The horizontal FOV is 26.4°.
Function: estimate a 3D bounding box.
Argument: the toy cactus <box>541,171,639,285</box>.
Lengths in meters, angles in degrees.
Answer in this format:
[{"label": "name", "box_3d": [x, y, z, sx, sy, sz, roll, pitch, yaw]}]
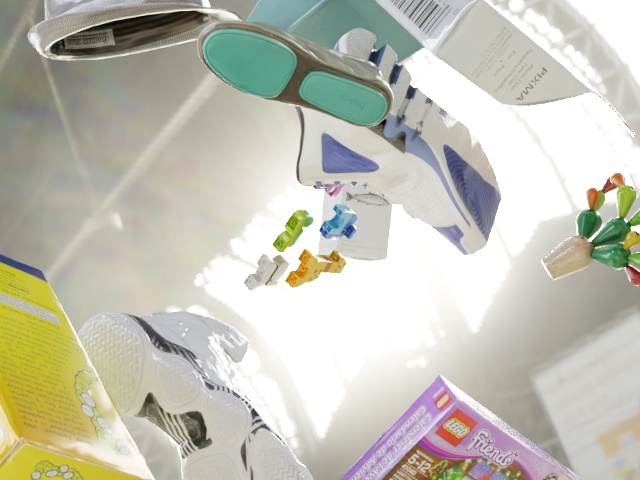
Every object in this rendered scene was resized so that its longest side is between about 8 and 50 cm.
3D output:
[{"label": "toy cactus", "box_3d": [0.403, 0.002, 1.939, 0.180, 0.219, 0.112, -30, -47, 4]}]

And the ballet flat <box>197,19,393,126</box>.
[{"label": "ballet flat", "box_3d": [-0.027, -0.169, 1.324, 0.213, 0.068, 0.072, 19, -58, -26]}]

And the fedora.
[{"label": "fedora", "box_3d": [-0.248, -0.320, 1.757, 0.275, 0.124, 0.244, -11, -3, 21]}]

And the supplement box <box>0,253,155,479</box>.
[{"label": "supplement box", "box_3d": [-0.366, 0.181, 1.472, 0.194, 0.356, 0.195, -48, -41, 12]}]

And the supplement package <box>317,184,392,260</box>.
[{"label": "supplement package", "box_3d": [0.067, -0.056, 2.503, 0.105, 0.179, 0.105, 7, -5, -18]}]

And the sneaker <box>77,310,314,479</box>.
[{"label": "sneaker", "box_3d": [-0.126, 0.209, 1.723, 0.137, 0.366, 0.210, -56, -14, 18]}]

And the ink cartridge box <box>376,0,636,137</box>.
[{"label": "ink cartridge box", "box_3d": [0.196, -0.255, 1.717, 0.091, 0.308, 0.385, -49, -44, 10]}]

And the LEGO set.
[{"label": "LEGO set", "box_3d": [0.000, 0.000, 1.912, 0.093, 0.087, 0.227, 4, -54, -53]}]

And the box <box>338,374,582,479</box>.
[{"label": "box", "box_3d": [0.174, 0.309, 1.631, 0.293, 0.057, 0.201, 37, -80, -33]}]

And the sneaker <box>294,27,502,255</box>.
[{"label": "sneaker", "box_3d": [0.076, -0.108, 1.725, 0.182, 0.315, 0.127, -28, 22, 39]}]

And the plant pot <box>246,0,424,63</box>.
[{"label": "plant pot", "box_3d": [0.030, -0.317, 1.888, 0.234, 0.165, 0.165, -36, -53, -6]}]
